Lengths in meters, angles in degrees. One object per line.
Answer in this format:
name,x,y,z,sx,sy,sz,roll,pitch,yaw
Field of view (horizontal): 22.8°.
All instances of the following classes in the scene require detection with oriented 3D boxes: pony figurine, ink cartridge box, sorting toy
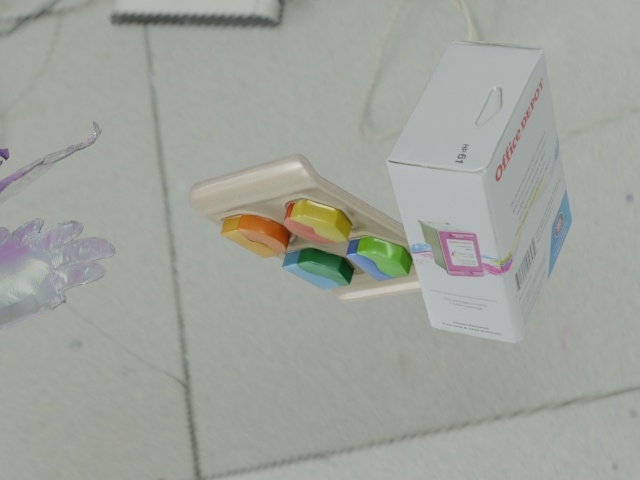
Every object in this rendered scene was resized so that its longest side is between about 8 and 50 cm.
pony figurine,-0.422,-0.020,1.722,0.351,0.363,0.303,-32,30,17
ink cartridge box,0.081,-0.024,0.775,0.052,0.122,0.088,10,51,24
sorting toy,0.000,0.000,1.482,0.193,0.208,0.038,-12,51,52
